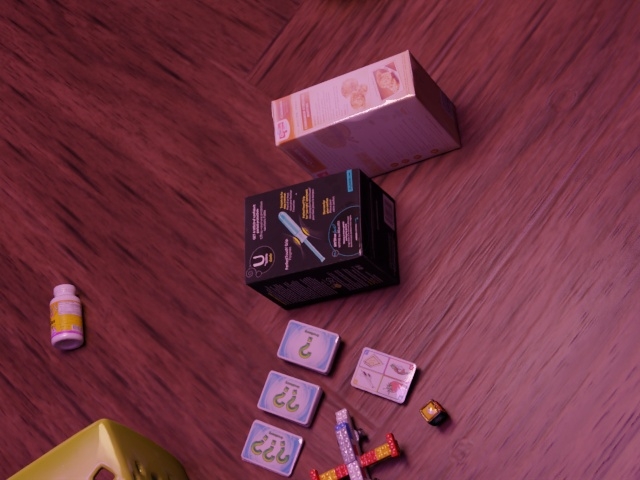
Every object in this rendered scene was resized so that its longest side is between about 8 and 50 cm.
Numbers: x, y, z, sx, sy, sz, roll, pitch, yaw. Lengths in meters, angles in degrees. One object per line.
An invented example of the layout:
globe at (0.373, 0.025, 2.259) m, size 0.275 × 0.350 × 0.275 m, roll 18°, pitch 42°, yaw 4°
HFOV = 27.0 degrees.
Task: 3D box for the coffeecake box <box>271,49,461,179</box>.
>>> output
coffeecake box at (0.056, -0.141, 1.623) m, size 0.185 × 0.142 × 0.068 m, roll -18°, pitch 60°, yaw 22°

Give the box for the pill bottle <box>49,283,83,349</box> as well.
pill bottle at (-0.345, 0.103, 1.806) m, size 0.043 × 0.043 × 0.083 m, roll -21°, pitch 60°, yaw 21°

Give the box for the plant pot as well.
plant pot at (-0.250, 0.368, 1.519) m, size 0.227 × 0.228 × 0.207 m, roll -34°, pitch 61°, yaw 3°

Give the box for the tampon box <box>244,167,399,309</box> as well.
tampon box at (0.000, 0.000, 1.618) m, size 0.161 × 0.101 × 0.120 m, roll -14°, pitch 62°, yaw 25°

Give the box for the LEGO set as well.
LEGO set at (0.022, 0.205, 1.546) m, size 0.244 × 0.060 × 0.182 m, roll 16°, pitch 82°, yaw 33°
